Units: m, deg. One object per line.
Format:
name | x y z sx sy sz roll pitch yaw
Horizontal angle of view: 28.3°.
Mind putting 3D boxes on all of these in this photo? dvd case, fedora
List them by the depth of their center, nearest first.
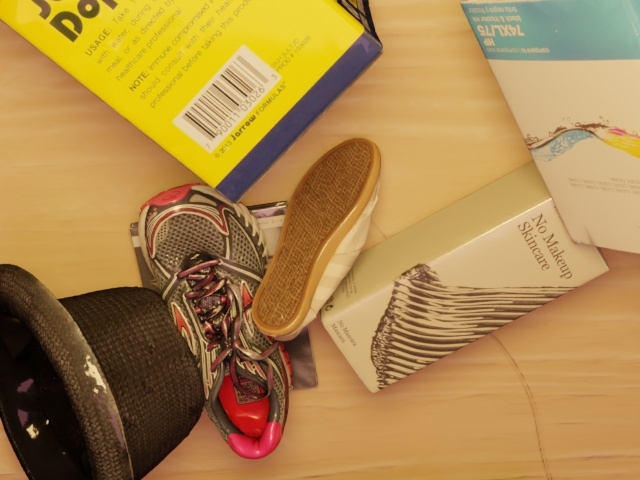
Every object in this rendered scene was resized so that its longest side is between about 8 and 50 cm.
fedora | -0.213 0.147 1.253 0.152 0.334 0.334 -23 120 -28
dvd case | -0.098 0.071 1.332 0.164 0.018 0.221 -8 116 1

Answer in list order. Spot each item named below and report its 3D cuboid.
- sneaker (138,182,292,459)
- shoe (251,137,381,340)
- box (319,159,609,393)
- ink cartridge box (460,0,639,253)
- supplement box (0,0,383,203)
sneaker | -0.092 0.079 1.264 0.121 0.112 0.299 -19 116 5
shoe | 0.000 0.000 1.246 0.219 0.076 0.058 -62 150 -11
box | 0.140 0.035 1.284 0.275 0.094 0.113 -30 114 12
ink cartridge box | 0.298 -0.147 1.107 0.198 0.197 0.270 -41 117 -23
supplement box | -0.143 -0.237 1.078 0.356 0.194 0.195 39 109 -20
